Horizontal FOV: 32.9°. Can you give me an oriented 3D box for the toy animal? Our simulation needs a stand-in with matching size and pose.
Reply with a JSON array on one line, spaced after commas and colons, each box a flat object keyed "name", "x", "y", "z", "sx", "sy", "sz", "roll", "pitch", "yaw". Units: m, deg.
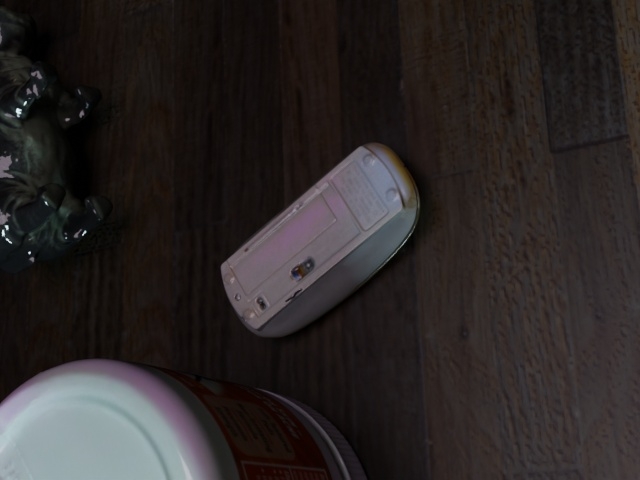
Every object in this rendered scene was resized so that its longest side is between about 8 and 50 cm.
[{"name": "toy animal", "x": -0.310, "y": -0.125, "z": 1.119, "sx": 0.168, "sy": 0.106, "sz": 0.343, "roll": -41, "pitch": 54, "yaw": 23}]

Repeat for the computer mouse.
[{"name": "computer mouse", "x": 0.001, "y": 0.001, "z": 0.934, "sx": 0.199, "sy": 0.045, "sz": 0.102, "roll": -41, "pitch": 61, "yaw": 15}]

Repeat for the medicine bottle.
[{"name": "medicine bottle", "x": -0.118, "y": 0.227, "z": 0.828, "sx": 0.253, "sy": 0.241, "sz": 0.252, "roll": -9, "pitch": 72, "yaw": 28}]
